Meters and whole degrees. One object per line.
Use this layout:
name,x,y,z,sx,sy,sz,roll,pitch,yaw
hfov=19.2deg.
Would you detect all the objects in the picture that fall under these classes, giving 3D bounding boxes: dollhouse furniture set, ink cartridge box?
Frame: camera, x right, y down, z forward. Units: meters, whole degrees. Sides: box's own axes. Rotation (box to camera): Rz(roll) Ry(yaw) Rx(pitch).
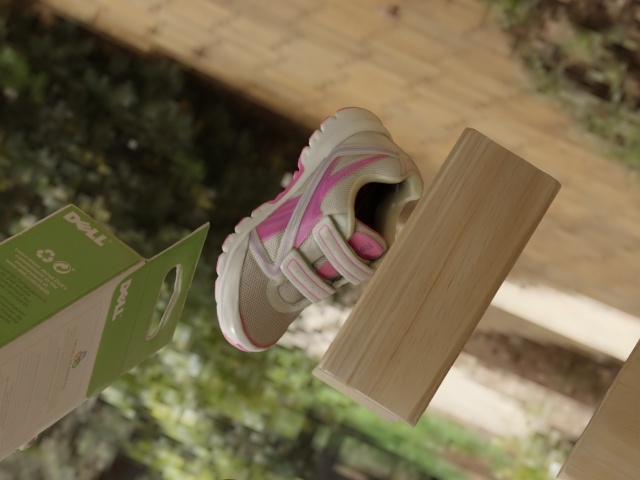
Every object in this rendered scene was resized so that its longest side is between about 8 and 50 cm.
dollhouse furniture set,0.206,0.118,1.225,0.394,0.362,0.256,32,174,2
ink cartridge box,-0.162,0.052,1.069,0.062,0.209,0.109,37,133,19

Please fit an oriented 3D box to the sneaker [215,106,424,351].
sneaker,0.000,0.000,1.740,0.103,0.252,0.111,33,-179,-44

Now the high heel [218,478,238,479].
high heel,-0.188,0.263,1.625,0.127,0.181,0.377,35,-178,18

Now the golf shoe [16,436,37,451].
golf shoe,-0.243,0.094,1.589,0.086,0.176,0.069,5,147,-32
